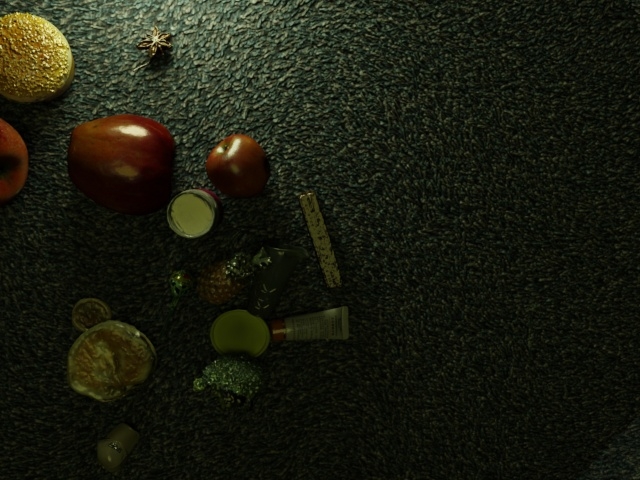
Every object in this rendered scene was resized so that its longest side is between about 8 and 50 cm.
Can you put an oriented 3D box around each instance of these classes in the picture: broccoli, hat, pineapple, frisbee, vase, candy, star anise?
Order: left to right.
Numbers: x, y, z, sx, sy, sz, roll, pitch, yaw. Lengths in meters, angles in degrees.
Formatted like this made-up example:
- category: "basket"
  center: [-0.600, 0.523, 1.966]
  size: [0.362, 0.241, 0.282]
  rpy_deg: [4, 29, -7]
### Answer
- category: "hat"
  center: [-0.802, 0.809, 1.824]
  size: [0.147, 0.085, 0.175]
  rpy_deg: [36, 94, -8]
- category: "star anise"
  center: [-0.602, -0.672, 1.641]
  size: [0.097, 0.070, 0.191]
  rpy_deg: [43, 73, -12]
- category: "candy"
  center: [-0.574, 0.250, 1.782]
  size: [0.091, 0.083, 0.305]
  rpy_deg: [24, 103, -10]
- category: "broccoli"
  center: [-0.346, 0.570, 1.772]
  size: [0.263, 0.247, 0.243]
  rpy_deg: [-13, 141, -31]
- category: "pineapple"
  center: [-0.299, 0.110, 1.670]
  size: [0.340, 0.169, 0.169]
  rpy_deg: [-30, 101, 34]
- category: "frisbee"
  center: [-0.315, 0.372, 1.820]
  size: [0.236, 0.017, 0.236]
  rpy_deg: [0, 110, -1]
- category: "vase"
  center: [-0.198, 0.137, 1.766]
  size: [0.251, 0.156, 0.301]
  rpy_deg: [25, 102, 20]

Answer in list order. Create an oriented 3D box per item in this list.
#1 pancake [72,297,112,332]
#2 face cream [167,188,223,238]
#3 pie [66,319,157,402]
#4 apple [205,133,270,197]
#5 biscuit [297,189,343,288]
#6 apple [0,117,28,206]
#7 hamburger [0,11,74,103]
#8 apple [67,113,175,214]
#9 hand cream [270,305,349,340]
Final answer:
- category: "pancake"
  center: [-0.877, 0.292, 1.775]
  size: [0.151, 0.025, 0.151]
  rpy_deg: [-2, 101, -9]
- category: "face cream"
  center: [-0.449, -0.099, 1.674]
  size: [0.175, 0.195, 0.175]
  rpy_deg: [-1, 99, -4]
- category: "pie"
  center: [-0.797, 0.467, 1.773]
  size: [0.339, 0.077, 0.339]
  rpy_deg: [-2, 103, -7]
- category: "apple"
  center: [-0.290, -0.258, 1.665]
  size: [0.230, 0.230, 0.230]
  rpy_deg: [-1, 98, -5]
- category: "biscuit"
  center: [0.000, 0.000, 1.772]
  size: [0.073, 0.107, 0.388]
  rpy_deg: [-18, 99, -2]
- category: "apple"
  center: [-1.152, -0.266, 1.520]
  size: [0.277, 0.348, 0.348]
  rpy_deg: [18, 96, 7]
- category: "hamburger"
  center: [-0.990, -0.610, 1.567]
  size: [0.302, 0.170, 0.302]
  rpy_deg: [-1, 98, -6]
- category: "apple"
  center: [-0.708, -0.275, 1.668]
  size: [0.365, 0.295, 0.329]
  rpy_deg: [15, 59, -8]
- category: "hand cream"
  center: [-0.038, 0.334, 1.828]
  size: [0.314, 0.089, 0.140]
  rpy_deg: [-1, 99, -9]
